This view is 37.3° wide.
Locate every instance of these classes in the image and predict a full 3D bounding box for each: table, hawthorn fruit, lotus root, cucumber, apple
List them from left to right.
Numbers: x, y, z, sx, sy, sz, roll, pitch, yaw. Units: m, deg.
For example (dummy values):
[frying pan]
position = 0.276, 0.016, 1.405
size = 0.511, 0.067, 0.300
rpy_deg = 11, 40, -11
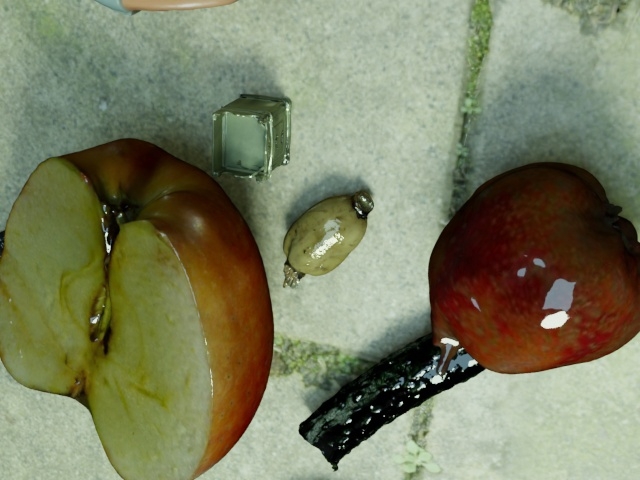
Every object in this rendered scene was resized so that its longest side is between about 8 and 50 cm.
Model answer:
[apple]
position = -0.214, 0.079, 1.059
size = 0.328, 0.295, 0.365
rpy_deg = 10, 122, -10
[table]
position = -0.075, -0.111, 1.040
size = 0.062, 0.083, 0.079
rpy_deg = 9, 113, 16
[lotus root]
position = 0.000, 0.000, 1.074
size = 0.072, 0.063, 0.152
rpy_deg = 36, 115, -9
[cucumber]
position = 0.095, 0.167, 1.105
size = 0.081, 0.072, 0.303
rpy_deg = 48, 117, -2
[hawthorn fruit]
position = 0.198, 0.047, 0.943
size = 0.248, 0.208, 0.208
rpy_deg = -40, 95, 20

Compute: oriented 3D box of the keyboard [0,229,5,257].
[keyboard]
position = -0.438, 0.026, 1.263
size = 0.198, 0.010, 0.064
rpy_deg = -20, 106, 25

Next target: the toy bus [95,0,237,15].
[toy bus]
position = -0.134, -0.355, 0.906
size = 0.232, 0.194, 0.288
rpy_deg = 12, 115, 5
